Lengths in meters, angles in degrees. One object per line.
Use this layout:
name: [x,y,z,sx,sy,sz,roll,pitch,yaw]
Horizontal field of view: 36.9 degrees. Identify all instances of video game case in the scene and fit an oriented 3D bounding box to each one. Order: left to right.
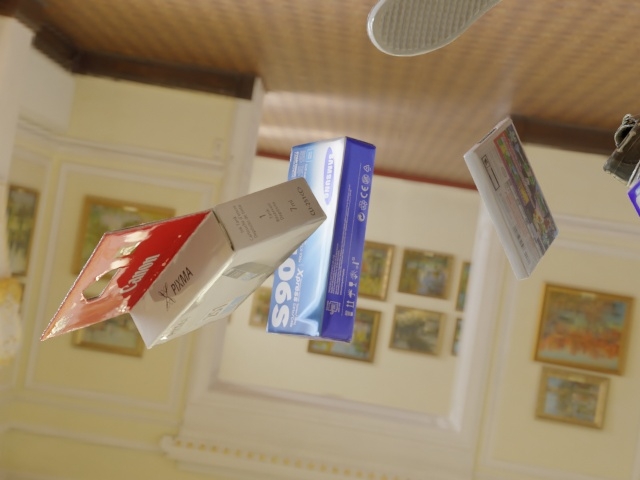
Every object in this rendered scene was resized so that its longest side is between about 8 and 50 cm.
video game case: [0.287,-0.065,1.424,0.023,0.201,0.183,-19,-169,33]

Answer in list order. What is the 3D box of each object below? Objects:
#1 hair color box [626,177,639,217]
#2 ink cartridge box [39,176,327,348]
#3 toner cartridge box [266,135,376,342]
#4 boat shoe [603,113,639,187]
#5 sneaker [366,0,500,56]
hair color box: [0.546,0.042,1.180,0.185,0.338,0.110,-9,155,-23]
ink cartridge box: [-0.167,0.048,1.135,0.261,0.066,0.296,-20,165,-37]
toner cartridge box: [0.000,0.000,1.687,0.075,0.347,0.165,13,170,-36]
boat shoe: [0.460,-0.152,1.365,0.070,0.077,0.219,28,-137,14]
sneaker: [0.199,-0.403,1.589,0.321,0.126,0.127,-30,-156,-16]
